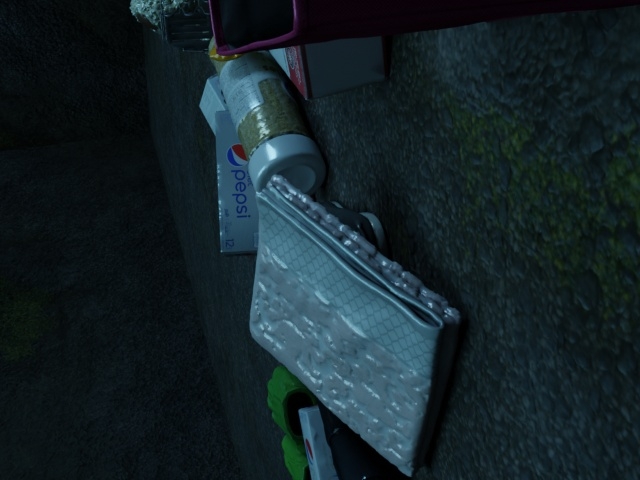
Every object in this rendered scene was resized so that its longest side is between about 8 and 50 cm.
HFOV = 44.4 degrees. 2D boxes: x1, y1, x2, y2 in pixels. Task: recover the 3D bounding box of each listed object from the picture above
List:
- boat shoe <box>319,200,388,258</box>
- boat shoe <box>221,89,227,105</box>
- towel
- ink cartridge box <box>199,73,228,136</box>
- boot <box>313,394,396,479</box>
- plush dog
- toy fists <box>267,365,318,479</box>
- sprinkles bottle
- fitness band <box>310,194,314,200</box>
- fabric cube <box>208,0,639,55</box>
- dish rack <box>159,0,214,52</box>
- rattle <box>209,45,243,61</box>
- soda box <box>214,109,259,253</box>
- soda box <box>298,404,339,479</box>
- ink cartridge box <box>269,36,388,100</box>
[{"bbox_3d":[0.000,0.000,1.196,0.335,0.096,0.112,-175,76,-73],"label":"boat shoe"},{"bbox_3d":[-0.171,-0.309,1.633,0.233,0.079,0.084,106,148,-60],"label":"boat shoe"},{"bbox_3d":[0.025,0.118,1.032,0.332,0.053,0.317,38,142,30],"label":"towel"},{"bbox_3d":[-0.206,-0.262,1.869,0.232,0.066,0.189,58,162,1],"label":"ink cartridge box"},{"bbox_3d":[0.053,0.292,1.189,0.207,0.094,0.246,-119,18,-58],"label":"boot"},{"bbox_3d":[-0.263,-0.532,1.626,0.210,0.262,0.225,-53,50,23],"label":"plush dog"},{"bbox_3d":[-0.034,0.377,1.535,0.142,0.096,0.279,19,128,66],"label":"toy fists"},{"bbox_3d":[-0.098,-0.227,1.348,0.121,0.121,0.355,100,154,-51],"label":"sprinkles bottle"},{"bbox_3d":[-0.058,-0.038,1.465,0.209,0.054,0.290,-123,29,-60],"label":"fitness band"},{"bbox_3d":[0.057,-0.272,0.545,0.259,0.258,0.254,-148,51,-69],"label":"fabric cube"},{"bbox_3d":[-0.212,-0.480,1.455,0.074,0.208,0.271,-104,11,-60],"label":"dish rack"},{"bbox_3d":[-0.106,-0.386,1.262,0.199,0.143,0.130,102,172,-66],"label":"rattle"},{"bbox_3d":[-0.159,-0.113,1.583,0.098,0.091,0.286,103,164,-83],"label":"soda box"},{"bbox_3d":[0.021,0.405,1.412,0.069,0.074,0.216,152,107,-73],"label":"soda box"},{"bbox_3d":[-0.022,-0.330,0.996,0.273,0.114,0.197,-120,16,-51],"label":"ink cartridge box"}]
